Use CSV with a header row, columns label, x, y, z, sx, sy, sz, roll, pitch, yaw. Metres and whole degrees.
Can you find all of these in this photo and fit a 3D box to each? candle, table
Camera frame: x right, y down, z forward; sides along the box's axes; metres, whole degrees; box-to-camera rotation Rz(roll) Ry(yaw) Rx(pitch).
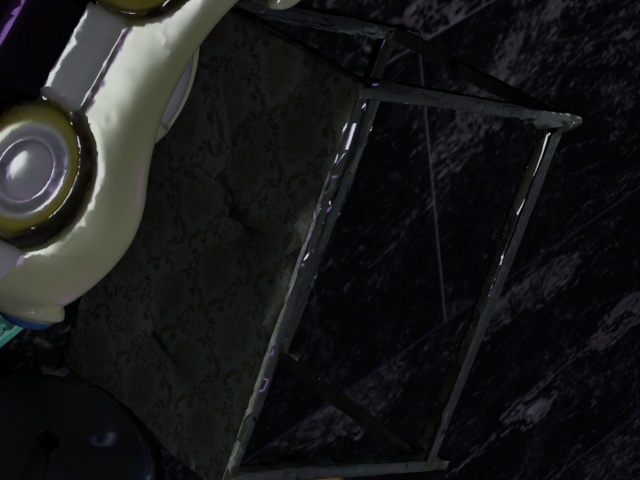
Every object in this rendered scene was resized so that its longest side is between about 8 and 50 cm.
label,x,y,z,sx,sy,sz,roll,pitch,yaw
candle,-0.213,0.280,1.492,0.221,0.221,0.342,-34,142,-26
table,0.000,0.000,1.531,0.272,0.222,0.335,4,112,-46

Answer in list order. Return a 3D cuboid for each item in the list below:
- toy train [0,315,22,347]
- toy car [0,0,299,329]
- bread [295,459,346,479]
label,x,y,z,sx,sy,sz,roll,pitch,yaw
toy train,-0.248,0.063,1.468,0.092,0.029,0.045,-41,154,-14
toy car,-0.173,-0.123,1.260,0.226,0.242,0.336,27,91,-49
bread,-0.017,0.265,1.815,0.154,0.054,0.136,-34,137,-34
